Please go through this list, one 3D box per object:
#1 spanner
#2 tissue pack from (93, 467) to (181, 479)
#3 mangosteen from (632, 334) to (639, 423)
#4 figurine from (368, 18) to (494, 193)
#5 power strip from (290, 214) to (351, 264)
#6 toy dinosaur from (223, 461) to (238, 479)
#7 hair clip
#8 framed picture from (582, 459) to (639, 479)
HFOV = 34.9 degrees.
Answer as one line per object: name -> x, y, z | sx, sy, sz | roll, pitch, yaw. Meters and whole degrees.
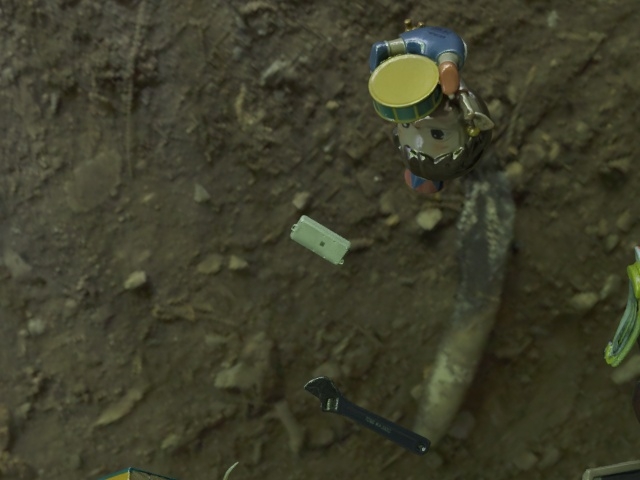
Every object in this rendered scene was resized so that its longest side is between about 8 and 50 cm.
spanner -> 0.067, 0.246, 1.425 | 0.208, 0.012, 0.046 | 30, 97, -14
tissue pack -> -0.297, 0.406, 1.530 | 0.169, 0.082, 0.120 | -26, 142, 34
mangosteen -> 0.760, 0.233, 1.845 | 0.381, 0.421, 0.381 | 11, 132, 12
figurine -> 0.158, -0.171, 1.440 | 0.158, 0.161, 0.275 | -49, 142, -17
power strip -> 0.000, 0.000, 1.451 | 0.090, 0.016, 0.040 | 31, 125, -5
toy dinosaur -> -0.140, 0.382, 1.455 | 0.037, 0.058, 0.180 | -51, 148, -45
hair clip -> 0.405, 0.096, 1.327 | 0.033, 0.060, 0.188 | 1, 131, -2
framed picture -> 0.570, 0.498, 1.854 | 0.281, 0.019, 0.209 | -2, 97, -34
